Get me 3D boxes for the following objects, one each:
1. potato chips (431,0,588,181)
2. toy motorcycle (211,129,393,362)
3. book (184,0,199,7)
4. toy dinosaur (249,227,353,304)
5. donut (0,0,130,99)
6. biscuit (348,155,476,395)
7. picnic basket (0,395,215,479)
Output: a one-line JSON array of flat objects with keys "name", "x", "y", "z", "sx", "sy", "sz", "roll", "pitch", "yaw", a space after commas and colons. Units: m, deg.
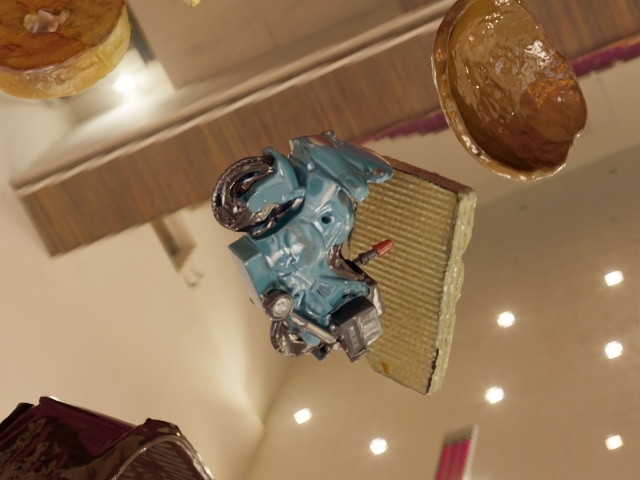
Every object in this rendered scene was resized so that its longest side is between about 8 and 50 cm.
[{"name": "potato chips", "x": 0.182, "y": -0.152, "z": 1.199, "sx": 0.208, "sy": 0.195, "sz": 0.062, "roll": -4, "pitch": 174, "yaw": -40}, {"name": "toy motorcycle", "x": 0.000, "y": 0.000, "z": 1.185, "sx": 0.182, "sy": 0.272, "sz": 0.123, "roll": -32, "pitch": -138, "yaw": -15}, {"name": "book", "x": -0.096, "y": -0.432, "z": 1.248, "sx": 0.374, "sy": 0.262, "sz": 0.028, "roll": -45, "pitch": 163, "yaw": -19}, {"name": "toy dinosaur", "x": 0.049, "y": 0.025, "z": 1.592, "sx": 0.292, "sy": 0.120, "sz": 0.079, "roll": 2, "pitch": 162, "yaw": -21}, {"name": "donut", "x": -0.304, "y": -0.229, "z": 1.343, "sx": 0.190, "sy": 0.074, "sz": 0.174, "roll": -14, "pitch": -133, "yaw": -1}, {"name": "biscuit", "x": 0.098, "y": 0.039, "z": 1.374, "sx": 0.150, "sy": 0.252, "sz": 0.052, "roll": 22, "pitch": -158, "yaw": 39}, {"name": "picnic basket", "x": -0.170, "y": 0.245, "z": 0.856, "sx": 0.129, "sy": 0.297, "sz": 0.222, "roll": 24, "pitch": -119, "yaw": 31}]
